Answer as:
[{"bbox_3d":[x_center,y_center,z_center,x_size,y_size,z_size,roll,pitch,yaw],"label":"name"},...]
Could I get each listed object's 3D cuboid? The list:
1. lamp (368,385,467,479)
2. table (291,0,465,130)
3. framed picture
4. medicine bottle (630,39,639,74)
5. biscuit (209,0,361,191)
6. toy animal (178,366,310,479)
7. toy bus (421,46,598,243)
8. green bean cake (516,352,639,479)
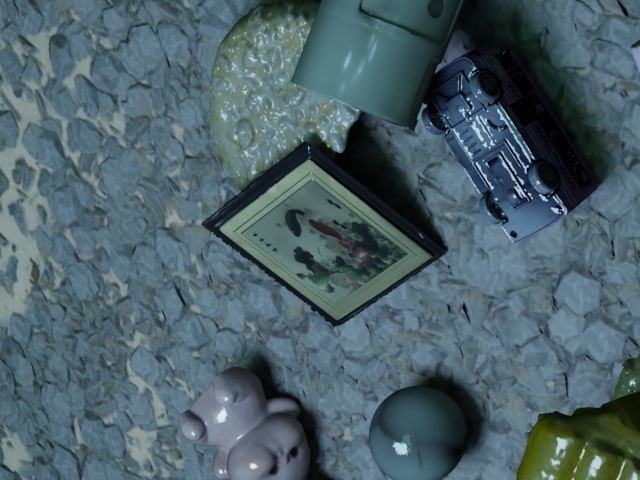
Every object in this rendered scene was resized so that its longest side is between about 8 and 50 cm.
[{"bbox_3d":[0.102,0.203,1.984,0.105,0.105,0.105,17,120,34],"label":"lamp"},{"bbox_3d":[0.068,-0.226,1.746,0.126,0.126,0.220,25,97,29],"label":"table"},{"bbox_3d":[0.000,0.000,1.979,0.195,0.010,0.199,38,137,-16],"label":"framed picture"},{"bbox_3d":[0.409,-0.019,1.553,0.213,0.213,0.378,-18,97,43],"label":"medicine bottle"},{"bbox_3d":[-0.031,-0.153,1.942,0.179,0.084,0.281,46,137,7],"label":"biscuit"},{"bbox_3d":[-0.052,0.241,2.127,0.212,0.124,0.124,46,132,6],"label":"toy animal"},{"bbox_3d":[0.177,-0.096,1.795,0.087,0.098,0.178,-32,90,45],"label":"toy bus"},{"bbox_3d":[0.320,0.193,1.709,0.233,0.236,0.124,27,122,26],"label":"green bean cake"}]
